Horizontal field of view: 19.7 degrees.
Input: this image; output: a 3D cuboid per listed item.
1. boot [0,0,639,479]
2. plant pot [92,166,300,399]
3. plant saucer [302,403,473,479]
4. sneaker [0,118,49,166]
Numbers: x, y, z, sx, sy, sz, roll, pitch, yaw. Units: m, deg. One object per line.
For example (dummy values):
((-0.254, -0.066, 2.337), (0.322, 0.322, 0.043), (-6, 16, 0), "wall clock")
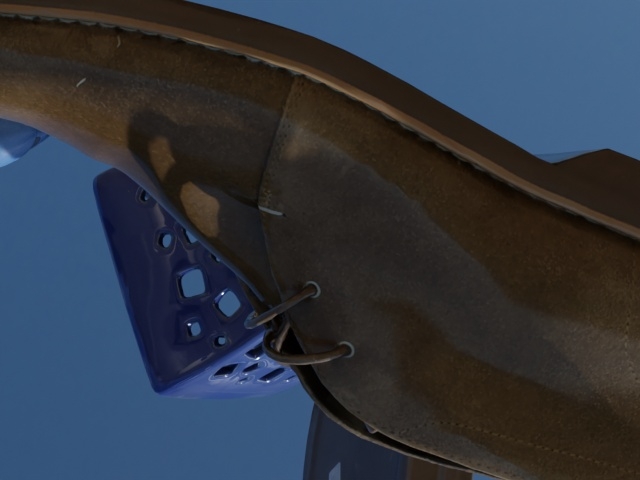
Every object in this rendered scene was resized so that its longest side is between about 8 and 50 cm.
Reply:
((0.000, 0.000, 0.600), (0.305, 0.115, 0.112), (21, 178, -6), "boot")
((-0.052, 0.011, 1.793), (0.236, 0.212, 0.236), (8, -120, -60), "plant pot")
((0.040, 0.155, 1.293), (0.041, 0.278, 0.278), (9, -141, -17), "plant saucer")
((-0.243, -0.095, 1.304), (0.082, 0.069, 0.209), (-17, -160, -24), "sneaker")
